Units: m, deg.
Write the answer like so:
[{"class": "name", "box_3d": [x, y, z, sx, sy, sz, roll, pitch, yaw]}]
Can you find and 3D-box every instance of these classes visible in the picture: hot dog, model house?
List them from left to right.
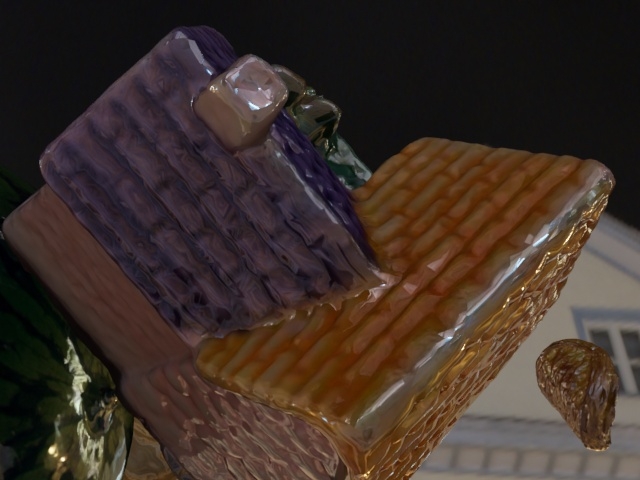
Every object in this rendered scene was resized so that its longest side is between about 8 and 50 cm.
[{"class": "model house", "box_3d": [0.000, 0.000, 0.623, 0.237, 0.202, 0.237, 55, -27, -4]}, {"class": "hot dog", "box_3d": [0.291, 0.170, 1.400, 0.065, 0.147, 0.099, -4, -68, -14]}]

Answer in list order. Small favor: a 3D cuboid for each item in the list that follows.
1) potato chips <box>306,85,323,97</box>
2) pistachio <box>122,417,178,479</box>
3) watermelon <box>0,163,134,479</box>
[{"class": "potato chips", "box_3d": [-0.080, -0.118, 1.548, 0.092, 0.207, 0.028, 20, -25, 37]}, {"class": "pistachio", "box_3d": [-0.043, 0.093, 1.163, 0.445, 0.365, 0.281, -19, -76, -16]}, {"class": "watermelon", "box_3d": [-0.288, 0.089, 0.765, 0.363, 0.363, 0.363, 0, -53, -1]}]
